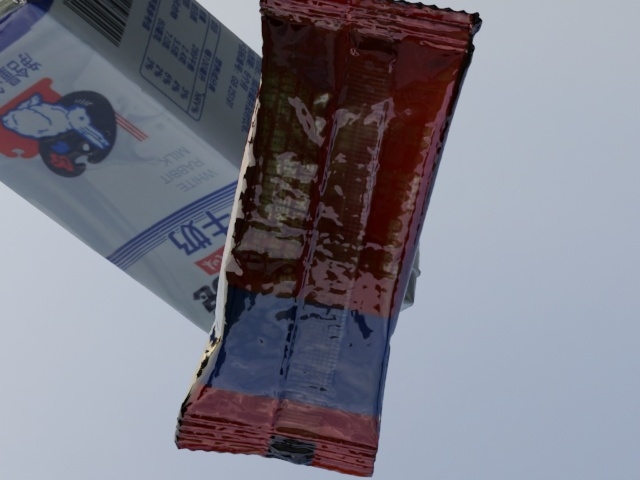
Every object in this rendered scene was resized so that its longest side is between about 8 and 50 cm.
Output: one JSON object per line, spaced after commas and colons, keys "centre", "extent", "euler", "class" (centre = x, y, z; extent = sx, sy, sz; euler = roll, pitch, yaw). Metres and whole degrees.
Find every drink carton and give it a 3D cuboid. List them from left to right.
{"centre": [-0.085, -0.054, 1.111], "extent": [0.131, 0.315, 0.106], "euler": [-28, -143, 35], "class": "drink carton"}

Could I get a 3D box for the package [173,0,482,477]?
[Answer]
{"centre": [0.000, 0.000, 0.718], "extent": [0.083, 0.200, 0.022], "euler": [12, -159, -2], "class": "package"}
